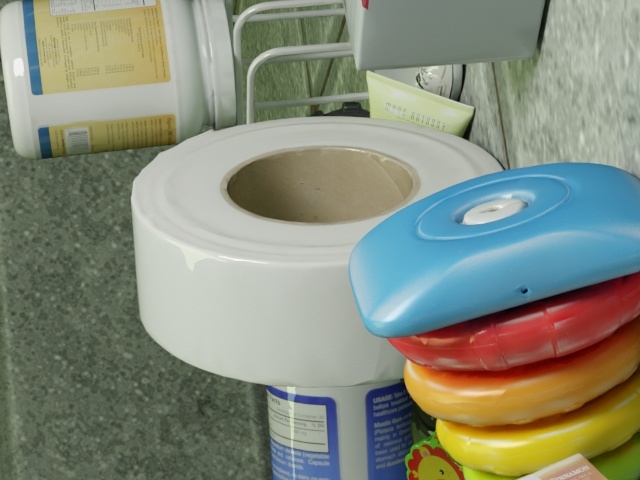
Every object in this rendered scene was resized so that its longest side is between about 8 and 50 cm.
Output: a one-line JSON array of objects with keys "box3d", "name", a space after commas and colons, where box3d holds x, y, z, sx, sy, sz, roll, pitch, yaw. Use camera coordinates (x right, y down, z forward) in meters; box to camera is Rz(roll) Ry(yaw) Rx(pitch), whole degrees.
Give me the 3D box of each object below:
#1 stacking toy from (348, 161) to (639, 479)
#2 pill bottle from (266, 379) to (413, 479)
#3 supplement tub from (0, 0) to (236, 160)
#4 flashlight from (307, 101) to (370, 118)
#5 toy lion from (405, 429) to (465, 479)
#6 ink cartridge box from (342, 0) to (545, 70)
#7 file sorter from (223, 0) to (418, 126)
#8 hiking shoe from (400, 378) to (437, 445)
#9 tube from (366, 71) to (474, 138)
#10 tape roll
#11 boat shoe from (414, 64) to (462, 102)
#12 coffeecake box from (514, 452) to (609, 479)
[{"box3d": [0.138, 0.118, 1.047, 0.166, 0.175, 0.302, -97, -10, -73], "name": "stacking toy"}, {"box3d": [0.024, 0.169, 1.811, 0.152, 0.152, 0.272, -125, 31, -75], "name": "pill bottle"}, {"box3d": [-0.182, -0.152, 1.643, 0.144, 0.199, 0.144, 174, 90, -83], "name": "supplement tub"}, {"box3d": [0.017, -0.011, 1.859, 0.103, 0.103, 0.304, -60, -20, -31], "name": "flashlight"}, {"box3d": [0.108, 0.182, 1.442, 0.096, 0.034, 0.100, 23, 126, 36], "name": "toy lion"}, {"box3d": [0.075, -0.223, 1.241, 0.128, 0.127, 0.176, 93, 168, -51], "name": "ink cartridge box"}, {"box3d": [-0.002, -0.193, 1.680, 0.193, 0.173, 0.278, 92, 169, -46], "name": "file sorter"}, {"box3d": [0.097, 0.076, 1.524, 0.114, 0.086, 0.227, 104, 152, -44], "name": "hiking shoe"}, {"box3d": [0.075, -0.059, 1.559, 0.240, 0.070, 0.062, 94, 157, -59], "name": "tube"}, {"box3d": [0.000, 0.000, 1.370, 0.286, 0.286, 0.100, -111, 17, -63], "name": "tape roll"}, {"box3d": [0.095, -0.133, 1.503, 0.100, 0.035, 0.035, 96, 166, -58], "name": "boat shoe"}, {"box3d": [0.157, 0.223, 0.931, 0.185, 0.068, 0.142, 44, 143, 46], "name": "coffeecake box"}]
